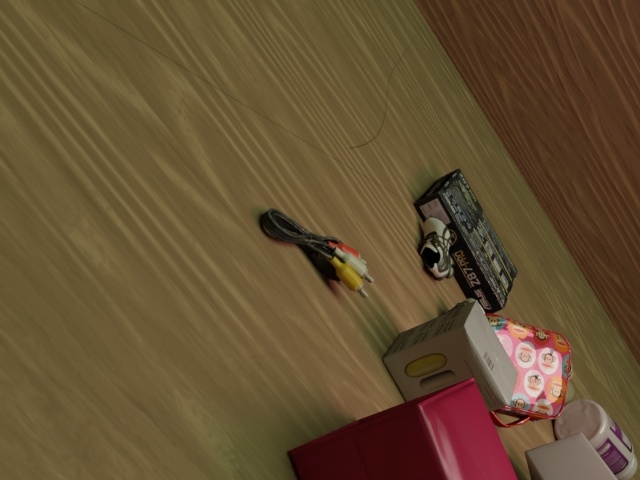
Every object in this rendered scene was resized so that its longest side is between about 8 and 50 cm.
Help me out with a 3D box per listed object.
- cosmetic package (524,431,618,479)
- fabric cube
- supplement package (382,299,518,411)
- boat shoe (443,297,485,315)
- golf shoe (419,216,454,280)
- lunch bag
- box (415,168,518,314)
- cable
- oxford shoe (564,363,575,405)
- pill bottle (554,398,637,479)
[{"bbox_3d":[0.632,0.670,1.644,0.453,0.162,0.230,-106,178,-70],"label":"cosmetic package"},{"bbox_3d":[0.153,0.399,1.184,0.254,0.259,0.258,1,65,-58],"label":"fabric cube"},{"bbox_3d":[0.281,0.271,1.574,0.194,0.203,0.149,60,28,-4],"label":"supplement package"},{"bbox_3d":[0.410,0.314,1.909,0.099,0.116,0.319,-21,92,-19],"label":"boat shoe"},{"bbox_3d":[0.311,0.009,1.996,0.094,0.077,0.198,30,40,-45],"label":"golf shoe"},{"bbox_3d":[0.469,0.330,1.797,0.293,0.120,0.258,19,71,-20],"label":"lunch bag"},{"bbox_3d":[0.454,-0.003,2.230,0.395,0.097,0.318,59,29,-6],"label":"box"},{"bbox_3d":[0.000,0.000,1.479,0.287,0.072,0.139,43,28,-33],"label":"cable"},{"bbox_3d":[0.715,0.429,2.232,0.397,0.146,0.140,26,44,-49],"label":"oxford shoe"},{"bbox_3d":[0.871,0.637,2.293,0.301,0.169,0.169,44,32,-31],"label":"pill bottle"}]
